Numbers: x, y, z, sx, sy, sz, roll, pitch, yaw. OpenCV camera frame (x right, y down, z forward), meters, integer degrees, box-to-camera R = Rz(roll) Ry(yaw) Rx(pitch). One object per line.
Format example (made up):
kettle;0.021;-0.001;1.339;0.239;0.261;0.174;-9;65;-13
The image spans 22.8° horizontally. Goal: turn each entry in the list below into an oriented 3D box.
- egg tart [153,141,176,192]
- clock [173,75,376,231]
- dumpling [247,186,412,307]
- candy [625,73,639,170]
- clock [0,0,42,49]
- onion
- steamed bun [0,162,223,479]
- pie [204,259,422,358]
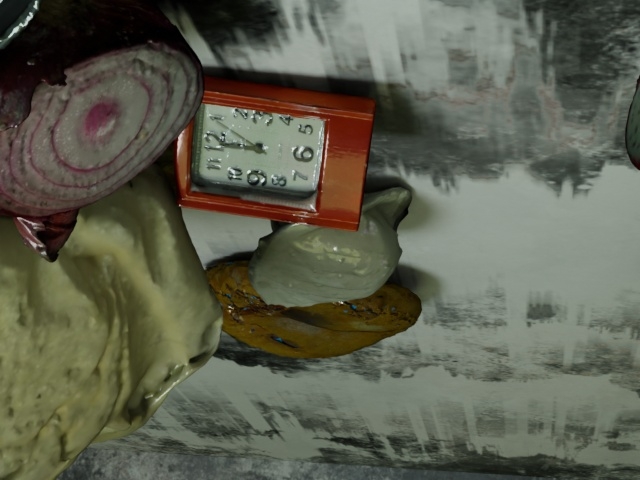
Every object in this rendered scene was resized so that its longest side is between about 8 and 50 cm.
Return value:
egg tart;-0.104;-0.067;1.354;0.130;0.052;0.130;6;162;2
clock;-0.038;-0.075;1.256;0.155;0.061;0.113;7;124;0
dumpling;0.001;0.000;1.470;0.176;0.092;0.150;-11;160;39
candy;0.246;-0.091;1.090;0.043;0.103;0.103;14;161;-9
clock;-0.289;-0.180;0.853;0.313;0.061;0.312;-10;149;-6
onion;-0.191;-0.083;1.085;0.140;0.195;0.218;39;140;22
steamed bun;-0.272;0.049;1.282;0.372;0.324;0.230;-17;-141;-41
pie;-0.016;0.073;1.752;0.273;0.069;0.273;4;162;1
